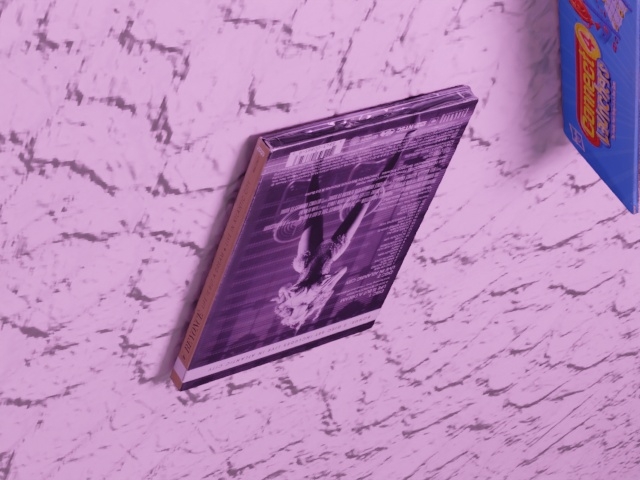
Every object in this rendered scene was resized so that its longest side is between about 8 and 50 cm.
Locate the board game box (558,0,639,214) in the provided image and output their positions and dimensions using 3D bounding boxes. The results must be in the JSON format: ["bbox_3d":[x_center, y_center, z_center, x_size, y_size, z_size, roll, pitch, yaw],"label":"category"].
[{"bbox_3d":[0.293,-0.196,1.212,0.308,0.086,0.302,-32,151,-10],"label":"board game box"}]

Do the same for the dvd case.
[{"bbox_3d":[0.000,0.000,1.244,0.164,0.018,0.221,-17,145,-35],"label":"dvd case"}]
